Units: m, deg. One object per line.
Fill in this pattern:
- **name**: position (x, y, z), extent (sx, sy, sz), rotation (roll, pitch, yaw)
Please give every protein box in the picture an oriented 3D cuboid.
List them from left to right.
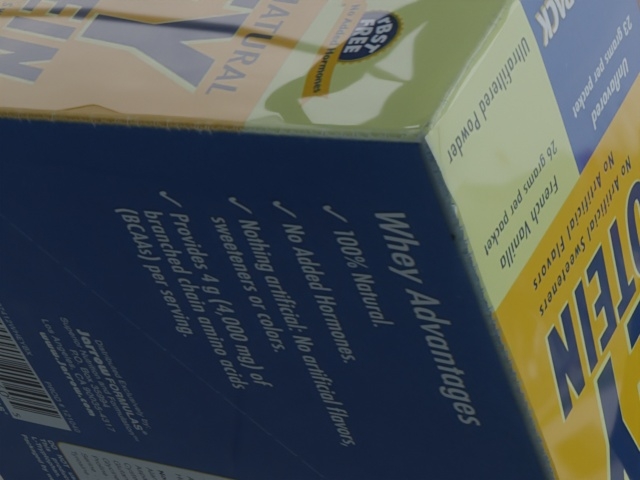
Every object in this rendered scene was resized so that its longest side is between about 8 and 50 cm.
- **protein box**: position (0.000, 0.000, 0.466), extent (0.201, 0.199, 0.136), rotation (6, 45, 34)
